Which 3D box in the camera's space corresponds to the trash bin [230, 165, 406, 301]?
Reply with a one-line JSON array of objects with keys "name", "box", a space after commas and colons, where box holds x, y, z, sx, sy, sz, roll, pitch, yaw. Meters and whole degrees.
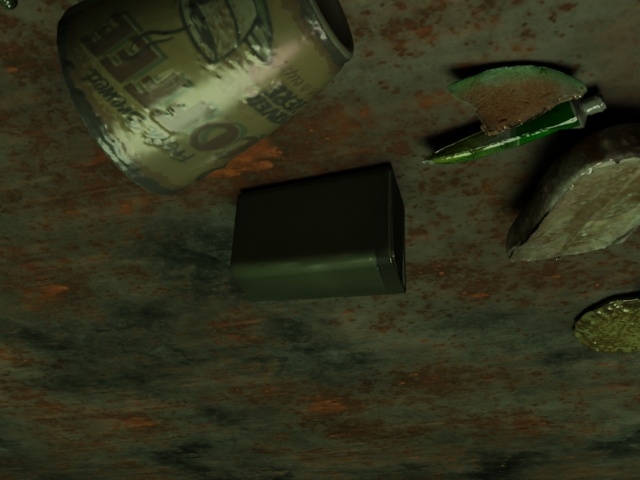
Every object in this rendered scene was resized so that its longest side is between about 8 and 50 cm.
[{"name": "trash bin", "box": [0.000, 0.000, 1.231, 0.241, 0.164, 0.122, -8, 147, 14]}]

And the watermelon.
[{"name": "watermelon", "box": [0.250, -0.175, 1.045, 0.155, 0.080, 0.101, -24, 161, 6]}]

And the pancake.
[{"name": "pancake", "box": [0.605, 0.162, 1.612, 0.212, 0.029, 0.235, 22, 142, -28]}]

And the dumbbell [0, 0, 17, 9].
[{"name": "dumbbell", "box": [-0.335, -0.313, 0.795, 0.110, 0.110, 0.254, 1, 154, -1]}]

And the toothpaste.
[{"name": "toothpaste", "box": [0.256, -0.143, 1.107, 0.248, 0.046, 0.078, -18, 177, 27]}]

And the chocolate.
[{"name": "chocolate", "box": [0.379, -0.067, 1.171, 0.185, 0.100, 0.303, -9, 153, -13]}]

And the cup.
[{"name": "cup", "box": [-0.124, -0.233, 0.862, 0.257, 0.227, 0.301, -26, 112, 15]}]
